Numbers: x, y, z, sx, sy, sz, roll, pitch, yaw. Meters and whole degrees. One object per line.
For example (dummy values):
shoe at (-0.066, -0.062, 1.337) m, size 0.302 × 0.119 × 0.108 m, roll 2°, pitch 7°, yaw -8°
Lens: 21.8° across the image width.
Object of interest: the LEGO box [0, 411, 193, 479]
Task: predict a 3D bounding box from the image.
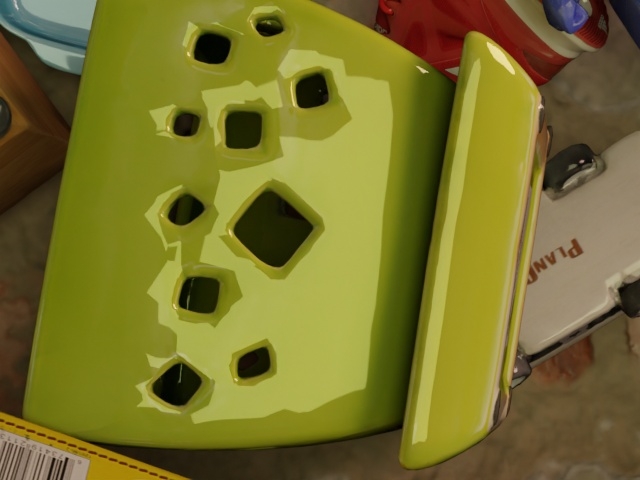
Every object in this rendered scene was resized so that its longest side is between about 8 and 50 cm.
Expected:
LEGO box at (-0.214, 0.260, 0.735) m, size 0.500 × 0.193 × 0.372 m, roll 21°, pitch 123°, yaw -10°

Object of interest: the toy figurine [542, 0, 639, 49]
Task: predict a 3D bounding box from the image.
toy figurine at (0.220, -0.193, 0.848) m, size 0.363 × 0.191 × 0.217 m, roll -15°, pitch 122°, yaw -6°

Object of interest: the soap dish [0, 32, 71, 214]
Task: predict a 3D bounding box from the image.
soap dish at (-0.296, -0.098, 0.850) m, size 0.229 × 0.118 × 0.291 m, roll -37°, pitch 97°, yaw -10°

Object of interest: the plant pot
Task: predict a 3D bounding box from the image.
plant pot at (0.000, 0.000, 0.822) m, size 0.207 × 0.227 × 0.228 m, roll 8°, pitch 87°, yaw 10°

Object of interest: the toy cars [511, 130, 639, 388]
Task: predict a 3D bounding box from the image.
toy cars at (0.091, 0.121, 0.937) m, size 0.176 × 0.087 × 0.393 m, roll 18°, pitch 82°, yaw 17°

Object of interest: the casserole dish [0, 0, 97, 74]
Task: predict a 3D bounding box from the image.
casserole dish at (-0.119, -0.183, 0.927) m, size 0.114 × 0.037 × 0.188 m, roll 13°, pitch 86°, yaw -10°

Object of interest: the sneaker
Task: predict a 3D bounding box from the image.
sneaker at (0.040, -0.153, 0.904) m, size 0.221 × 0.087 × 0.128 m, roll 46°, pitch 125°, yaw -8°
